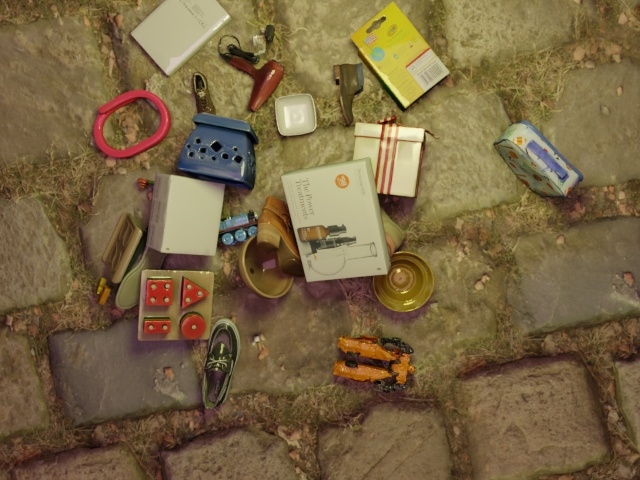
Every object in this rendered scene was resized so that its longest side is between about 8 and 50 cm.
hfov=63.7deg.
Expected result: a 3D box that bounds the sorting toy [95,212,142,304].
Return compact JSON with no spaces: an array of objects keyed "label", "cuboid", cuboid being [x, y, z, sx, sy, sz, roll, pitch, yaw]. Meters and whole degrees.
[{"label":"sorting toy","cuboid":[-0.730,0.067,1.855,0.041,0.229,0.307,23,96,-37]}]

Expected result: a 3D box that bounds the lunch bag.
[{"label":"lunch bag","cuboid":[0.737,-0.269,1.743,0.303,0.243,0.115,44,94,0]}]

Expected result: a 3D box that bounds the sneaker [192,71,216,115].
[{"label":"sneaker","cuboid":[-0.428,-0.513,1.855,0.066,0.071,0.188,-15,93,3]}]

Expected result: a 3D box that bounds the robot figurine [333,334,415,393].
[{"label":"robot figurine","cuboid":[0.201,0.441,1.888,0.291,0.085,0.210,10,94,2]}]

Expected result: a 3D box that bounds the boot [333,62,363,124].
[{"label":"boot","cuboid":[0.115,-0.527,1.830,0.106,0.082,0.219,-12,91,5]}]

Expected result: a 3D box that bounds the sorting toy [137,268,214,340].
[{"label":"sorting toy","cuboid":[-0.515,0.239,1.852,0.256,0.089,0.256,3,94,-21]}]

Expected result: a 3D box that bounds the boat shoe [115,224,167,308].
[{"label":"boat shoe","cuboid":[-0.664,0.084,1.888,0.113,0.127,0.339,31,98,39]}]

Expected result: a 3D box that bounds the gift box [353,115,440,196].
[{"label":"gift box","cuboid":[0.255,-0.282,1.760,0.277,0.255,0.257,6,96,8]}]

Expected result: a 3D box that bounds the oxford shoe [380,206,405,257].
[{"label":"oxford shoe","cuboid":[0.129,-0.094,1.852,0.397,0.146,0.140,44,138,9]}]

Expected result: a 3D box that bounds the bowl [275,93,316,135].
[{"label":"bowl","cuboid":[-0.087,-0.449,1.856,0.142,0.053,0.142,-7,93,3]}]

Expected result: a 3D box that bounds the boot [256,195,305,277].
[{"label":"boot","cuboid":[-0.121,-0.010,1.844,0.109,0.220,0.283,-27,132,33]}]

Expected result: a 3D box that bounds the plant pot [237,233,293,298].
[{"label":"plant pot","cuboid":[-0.215,0.098,1.843,0.110,0.237,0.237,-18,94,41]}]

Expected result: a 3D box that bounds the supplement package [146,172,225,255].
[{"label":"supplement package","cuboid":[-0.471,-0.089,1.802,0.204,0.145,0.261,6,96,-39]}]

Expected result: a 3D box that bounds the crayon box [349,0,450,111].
[{"label":"crayon box","cuboid":[0.276,-0.645,1.816,0.202,0.081,0.318,-38,92,4]}]

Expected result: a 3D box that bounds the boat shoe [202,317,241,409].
[{"label":"boat shoe","cuboid":[-0.365,0.459,1.892,0.121,0.119,0.334,5,94,2]}]

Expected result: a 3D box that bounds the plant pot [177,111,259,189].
[{"label":"plant pot","cuboid":[-0.338,-0.310,1.790,0.236,0.236,0.211,11,88,2]}]

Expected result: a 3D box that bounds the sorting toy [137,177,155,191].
[{"label":"sorting toy","cuboid":[-0.626,-0.200,1.889,0.102,0.061,0.042,15,95,24]}]

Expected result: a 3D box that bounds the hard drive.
[{"label":"hard drive","cuboid":[-0.502,-0.772,1.856,0.307,0.040,0.203,-41,91,4]}]

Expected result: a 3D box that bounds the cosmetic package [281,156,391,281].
[{"label":"cosmetic package","cuboid":[0.056,-0.062,1.686,0.285,0.097,0.376,-8,107,18]}]

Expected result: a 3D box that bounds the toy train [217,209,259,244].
[{"label":"toy train","cuboid":[-0.294,-0.047,1.879,0.184,0.080,0.105,-15,87,3]}]

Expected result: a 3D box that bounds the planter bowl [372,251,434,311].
[{"label":"planter bowl","cuboid":[0.294,0.144,1.862,0.217,0.090,0.217,0,93,2]}]

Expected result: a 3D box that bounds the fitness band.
[{"label":"fitness band","cuboid":[-0.691,-0.424,1.883,0.291,0.054,0.208,-26,95,4]}]

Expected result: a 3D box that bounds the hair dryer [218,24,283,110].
[{"label":"hair dryer","cuboid":[-0.240,-0.611,1.856,0.224,0.080,0.293,-8,88,18]}]
